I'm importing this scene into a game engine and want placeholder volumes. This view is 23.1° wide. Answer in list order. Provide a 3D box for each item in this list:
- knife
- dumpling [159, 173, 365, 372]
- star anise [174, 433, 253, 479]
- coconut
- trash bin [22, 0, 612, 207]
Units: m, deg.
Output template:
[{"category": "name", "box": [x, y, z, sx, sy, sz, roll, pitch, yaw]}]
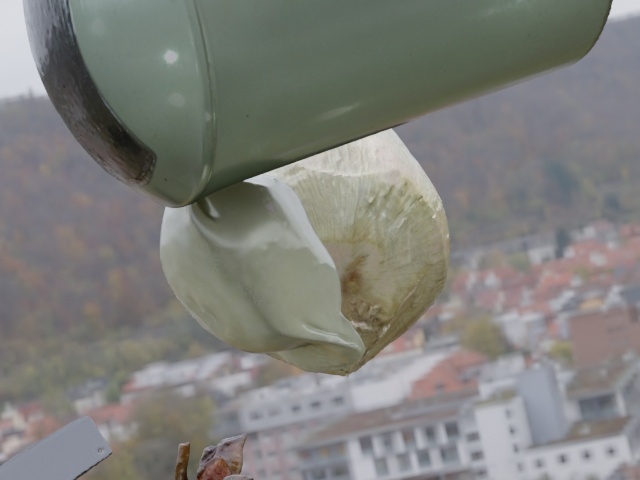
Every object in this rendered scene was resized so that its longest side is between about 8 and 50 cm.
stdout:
[{"category": "knife", "box": [-0.329, 0.269, 1.613, 0.245, 0.072, 0.019, -36, -39, -8]}, {"category": "dumpling", "box": [-0.061, 0.017, 1.340, 0.132, 0.250, 0.162, -41, 11, -20]}, {"category": "star anise", "box": [-0.159, 0.371, 2.122, 0.111, 0.196, 0.212, 14, 38, -6]}, {"category": "coconut", "box": [0.000, 0.000, 1.743, 0.297, 0.297, 0.254, -13, 21, 9]}, {"category": "trash bin", "box": [-0.015, -0.200, 1.217, 0.432, 0.280, 0.280, -18, 1, -23]}]
